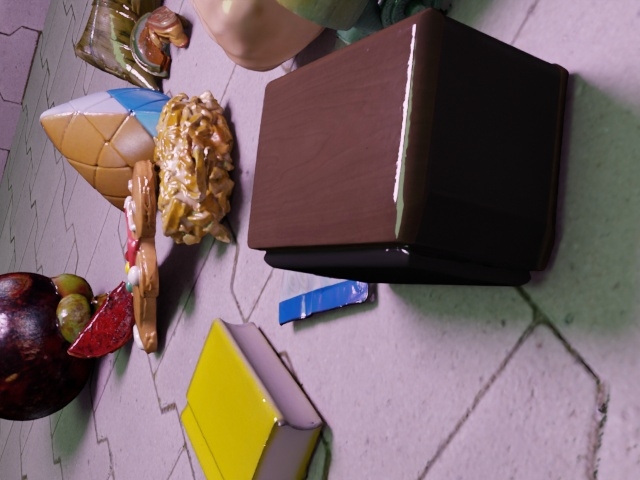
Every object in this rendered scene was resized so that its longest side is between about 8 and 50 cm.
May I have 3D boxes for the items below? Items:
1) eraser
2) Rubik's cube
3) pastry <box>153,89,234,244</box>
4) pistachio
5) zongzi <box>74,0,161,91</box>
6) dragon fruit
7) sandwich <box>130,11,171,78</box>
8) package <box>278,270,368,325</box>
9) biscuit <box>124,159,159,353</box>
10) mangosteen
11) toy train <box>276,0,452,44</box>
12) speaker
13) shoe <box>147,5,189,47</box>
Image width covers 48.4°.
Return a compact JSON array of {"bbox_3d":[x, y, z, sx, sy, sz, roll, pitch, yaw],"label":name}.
[{"bbox_3d":[-0.089,0.210,0.834,0.226,0.069,0.158,44,119,54],"label":"eraser"},{"bbox_3d":[-0.383,-0.213,1.300,0.254,0.254,0.255,-24,61,53],"label":"Rubik's cube"},{"bbox_3d":[-0.184,-0.109,1.052,0.154,0.102,0.250,-45,44,33],"label":"pastry"},{"bbox_3d":[-0.065,-0.365,0.874,0.193,0.213,0.318,49,-125,-79],"label":"pistachio"},{"bbox_3d":[-0.371,-0.447,1.458,0.274,0.125,0.251,31,105,40],"label":"zongzi"},{"bbox_3d":[-0.397,0.161,1.341,0.162,0.083,0.106,-60,17,-18],"label":"dragon fruit"},{"bbox_3d":[-0.335,-0.375,1.389,0.029,0.067,0.135,110,139,-78],"label":"sandwich"},{"bbox_3d":[0.000,0.000,0.797,0.171,0.027,0.173,-21,63,51],"label":"package"},{"bbox_3d":[-0.291,0.014,1.141,0.340,0.047,0.216,105,154,-48],"label":"biscuit"},{"bbox_3d":[-0.576,0.205,1.471,0.306,0.359,0.306,161,90,-79],"label":"mangosteen"},{"bbox_3d":[0.064,-0.317,0.633,0.307,0.189,0.126,-55,41,36],"label":"toy train"},{"bbox_3d":[0.063,-0.063,0.593,0.230,0.153,0.193,-3,78,58],"label":"speaker"},{"bbox_3d":[-0.288,-0.395,1.339,0.109,0.069,0.072,11,53,48],"label":"shoe"}]
